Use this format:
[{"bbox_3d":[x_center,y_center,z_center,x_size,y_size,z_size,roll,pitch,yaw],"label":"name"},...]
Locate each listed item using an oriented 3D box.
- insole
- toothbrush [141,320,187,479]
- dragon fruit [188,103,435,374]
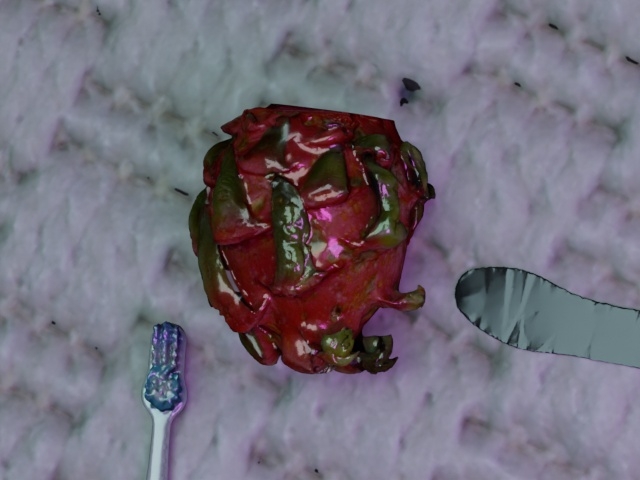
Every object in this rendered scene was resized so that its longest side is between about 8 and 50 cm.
[{"bbox_3d":[0.161,0.052,1.329,0.152,0.002,0.053,12,80,18],"label":"insole"},{"bbox_3d":[-0.119,0.262,1.341,0.042,0.040,0.418,5,81,0],"label":"toothbrush"},{"bbox_3d":[0.000,0.000,1.320,0.166,0.160,0.172,6,93,-19],"label":"dragon fruit"}]
